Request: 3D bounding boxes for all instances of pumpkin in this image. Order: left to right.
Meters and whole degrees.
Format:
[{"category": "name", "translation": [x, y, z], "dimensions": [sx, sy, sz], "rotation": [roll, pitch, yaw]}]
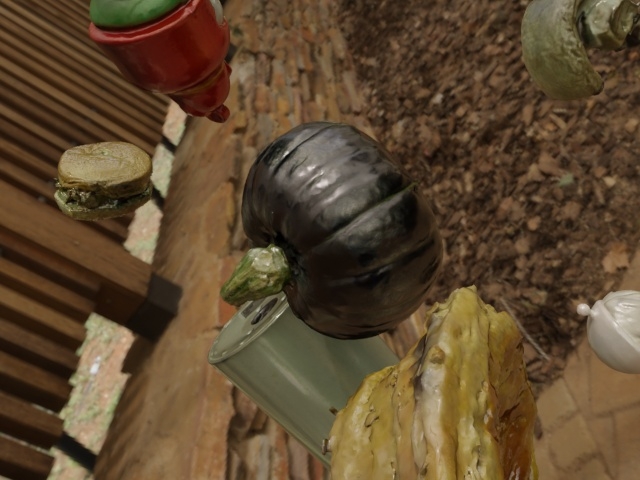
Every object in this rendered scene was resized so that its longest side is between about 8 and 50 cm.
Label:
[{"category": "pumpkin", "translation": [0.000, 0.000, 0.929], "dimensions": [0.296, 0.295, 0.296], "rotation": [-46, 25, 29]}]

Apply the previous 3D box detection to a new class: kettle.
[{"category": "kettle", "translation": [0.005, 0.248, 1.307], "dimensions": [0.250, 0.377, 0.361], "rotation": [-46, 11, -14]}]

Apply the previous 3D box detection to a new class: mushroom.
[{"category": "mushroom", "translation": [0.467, -0.407, 1.366], "dimensions": [0.267, 0.164, 0.189], "rotation": [-60, 28, -10]}]

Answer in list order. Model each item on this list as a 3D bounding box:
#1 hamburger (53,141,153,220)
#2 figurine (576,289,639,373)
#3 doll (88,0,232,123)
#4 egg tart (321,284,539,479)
[{"category": "hamburger", "translation": [-0.445, -0.121, 1.513], "dimensions": [0.189, 0.215, 0.122], "rotation": [37, 135, 41]}, {"category": "figurine", "translation": [0.506, 0.172, 1.130], "dimensions": [0.144, 0.257, 0.182], "rotation": [-32, 12, 41]}, {"category": "doll", "translation": [-0.216, -0.288, 0.966], "dimensions": [0.182, 0.363, 0.160], "rotation": [13, 62, 34]}, {"category": "egg tart", "translation": [0.093, 0.206, 0.556], "dimensions": [0.149, 0.352, 0.352], "rotation": [-7, 46, 20]}]
